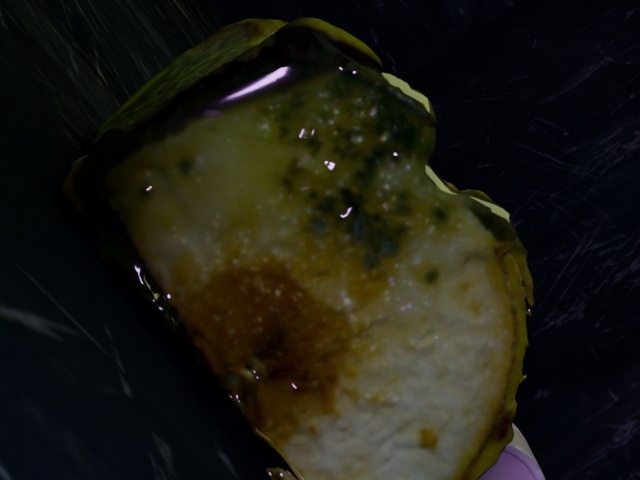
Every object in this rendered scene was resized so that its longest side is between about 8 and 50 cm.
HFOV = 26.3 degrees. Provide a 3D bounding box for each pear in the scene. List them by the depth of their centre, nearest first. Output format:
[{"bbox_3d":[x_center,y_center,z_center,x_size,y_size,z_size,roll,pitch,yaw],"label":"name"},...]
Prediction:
[{"bbox_3d":[0.000,0.000,0.726,0.238,0.164,0.255,54,3,-12],"label":"pear"}]

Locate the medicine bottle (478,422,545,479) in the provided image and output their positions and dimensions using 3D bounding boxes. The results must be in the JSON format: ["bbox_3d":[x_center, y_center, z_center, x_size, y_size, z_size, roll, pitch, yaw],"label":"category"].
[{"bbox_3d":[0.061,0.110,0.952,0.161,0.111,0.296,53,3,-26],"label":"medicine bottle"}]
